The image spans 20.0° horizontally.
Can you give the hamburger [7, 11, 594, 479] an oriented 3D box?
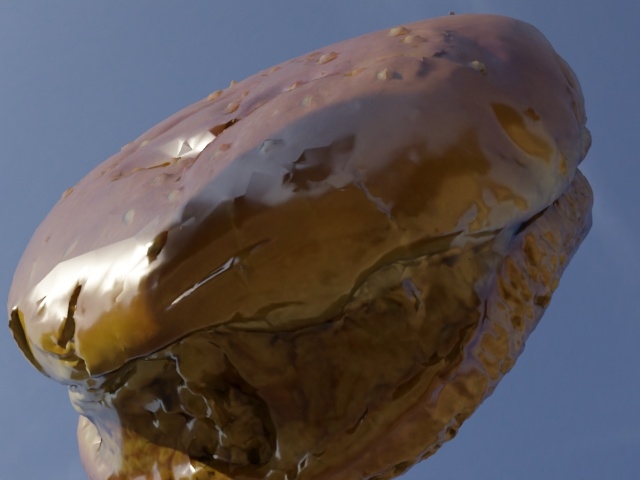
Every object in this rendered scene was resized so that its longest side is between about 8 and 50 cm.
[{"bbox_3d":[0.000,0.000,0.894,0.290,0.314,0.170,-18,-73,31],"label":"hamburger"}]
